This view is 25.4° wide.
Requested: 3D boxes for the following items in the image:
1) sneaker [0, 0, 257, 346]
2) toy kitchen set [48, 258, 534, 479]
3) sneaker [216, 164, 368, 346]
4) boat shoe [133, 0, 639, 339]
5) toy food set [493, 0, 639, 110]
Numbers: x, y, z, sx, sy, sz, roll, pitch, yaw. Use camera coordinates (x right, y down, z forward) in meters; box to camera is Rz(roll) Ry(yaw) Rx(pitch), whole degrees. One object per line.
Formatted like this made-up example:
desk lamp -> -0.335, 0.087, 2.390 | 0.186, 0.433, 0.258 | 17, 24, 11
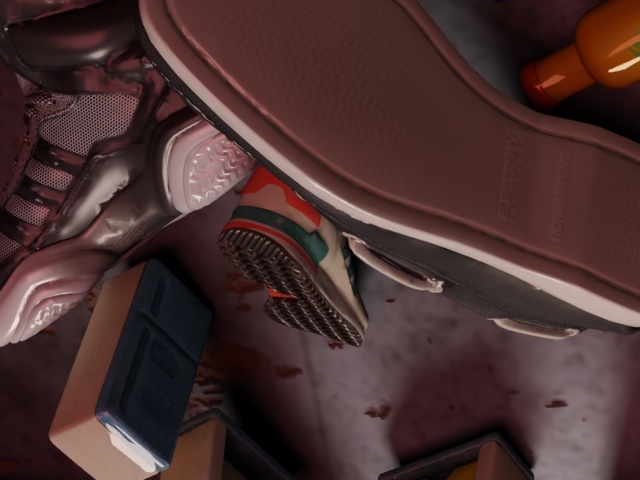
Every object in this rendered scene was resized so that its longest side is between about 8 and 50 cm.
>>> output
sneaker -> -0.139, -0.056, 0.748 | 0.268, 0.101, 0.153 | -35, 98, 24
toy kitchen set -> -0.007, 0.097, 0.777 | 0.166, 0.122, 0.207 | -26, 123, 28
sneaker -> 0.000, 0.000, 0.720 | 0.057, 0.161, 0.075 | 16, 74, 21
boat shoe -> 0.039, -0.033, 0.633 | 0.302, 0.114, 0.091 | 32, 152, -20
toy food set -> 0.076, -0.152, 0.593 | 0.104, 0.111, 0.232 | -28, 142, 29
